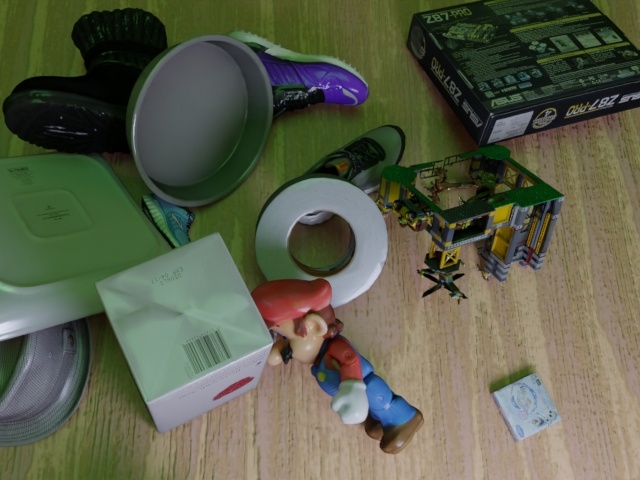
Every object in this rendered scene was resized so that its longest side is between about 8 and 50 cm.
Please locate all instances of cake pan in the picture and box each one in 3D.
[{"bbox_3d":[-0.204,-0.202,1.172,0.054,0.293,0.293,27,61,37],"label":"cake pan"}]

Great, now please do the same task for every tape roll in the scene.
[{"bbox_3d":[0.000,0.000,1.160,0.219,0.072,0.219,-1,100,-4],"label":"tape roll"}]

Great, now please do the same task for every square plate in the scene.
[{"bbox_3d":[-0.412,-0.025,1.053,0.347,0.049,0.344,-15,55,-44],"label":"square plate"}]

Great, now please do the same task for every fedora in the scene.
[{"bbox_3d":[-0.466,0.164,1.009,0.244,0.124,0.275,7,79,-6],"label":"fedora"}]

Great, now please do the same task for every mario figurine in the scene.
[{"bbox_3d":[-0.002,0.200,1.070,0.320,0.198,0.170,48,46,-5],"label":"mario figurine"}]

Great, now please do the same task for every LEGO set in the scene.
[{"bbox_3d":[0.255,-0.024,1.243,0.331,0.192,0.255,-21,43,-31],"label":"LEGO set"}]

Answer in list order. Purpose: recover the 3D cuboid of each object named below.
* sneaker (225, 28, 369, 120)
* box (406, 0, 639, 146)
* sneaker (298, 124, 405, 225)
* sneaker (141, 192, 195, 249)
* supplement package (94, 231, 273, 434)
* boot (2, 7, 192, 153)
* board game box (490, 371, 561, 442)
[{"bbox_3d":[-0.060,-0.281,1.315,0.293,0.102,0.146,17,71,2],"label":"sneaker"},{"bbox_3d":[0.417,-0.363,1.389,0.395,0.097,0.318,-16,58,-16],"label":"box"},{"bbox_3d":[0.059,-0.129,1.263,0.271,0.108,0.100,-38,77,-23],"label":"sneaker"},{"bbox_3d":[-0.241,-0.023,1.191,0.073,0.063,0.162,-27,76,-24],"label":"sneaker"},{"bbox_3d":[-0.193,0.146,1.002,0.178,0.293,0.175,-24,74,-18],"label":"supplement package"},{"bbox_3d":[-0.386,-0.284,1.182,0.348,0.131,0.260,-1,65,-51],"label":"boot"},{"bbox_3d":[0.352,0.284,1.191,0.090,0.020,0.090,-20,73,-18],"label":"board game box"}]
